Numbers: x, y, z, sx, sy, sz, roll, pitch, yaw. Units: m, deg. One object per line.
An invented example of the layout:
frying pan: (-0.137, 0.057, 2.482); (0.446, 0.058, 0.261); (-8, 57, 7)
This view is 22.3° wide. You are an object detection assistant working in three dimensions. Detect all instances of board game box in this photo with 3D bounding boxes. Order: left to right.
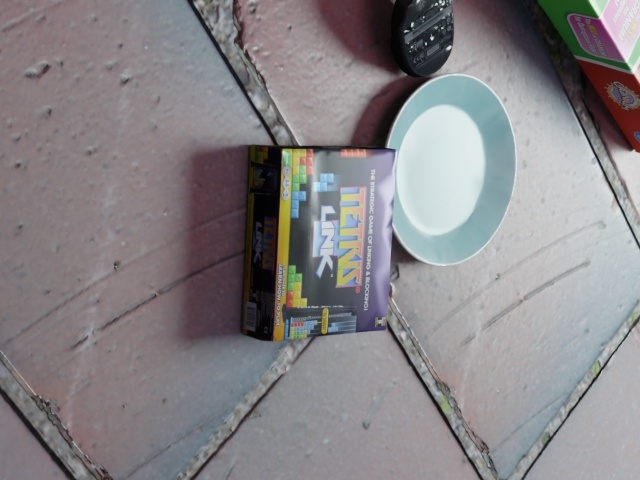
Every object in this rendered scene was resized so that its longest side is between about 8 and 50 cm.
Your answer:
board game box: (0.000, 0.000, 1.455); (0.141, 0.048, 0.170); (-3, 99, -41)
board game box: (0.345, -0.265, 1.677); (0.316, 0.064, 0.242); (43, 68, -49)

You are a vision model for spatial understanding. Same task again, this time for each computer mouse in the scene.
computer mouse: (0.080, -0.247, 1.456); (0.071, 0.041, 0.242); (-34, 138, -26)

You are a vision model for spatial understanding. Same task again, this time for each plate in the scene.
plate: (0.120, -0.069, 1.569); (0.188, 0.024, 0.188); (-8, 102, -42)
